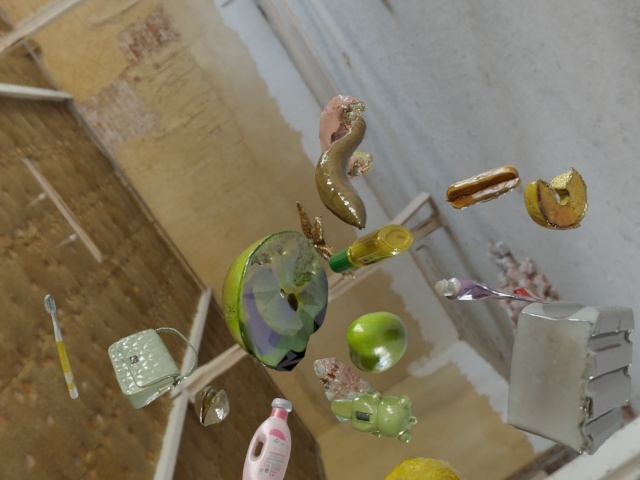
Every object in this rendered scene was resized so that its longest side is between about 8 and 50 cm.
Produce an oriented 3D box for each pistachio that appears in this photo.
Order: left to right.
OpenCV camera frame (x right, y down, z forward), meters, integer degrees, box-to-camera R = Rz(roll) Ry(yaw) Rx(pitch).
[{"bbox_3d":[-0.326,0.491,1.807,0.113,0.113,0.149,57,164,29],"label":"pistachio"}]

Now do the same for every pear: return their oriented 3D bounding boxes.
[{"bbox_3d":[-0.153,0.159,1.714,0.399,0.165,0.399,2,-93,-55],"label":"pear"}]

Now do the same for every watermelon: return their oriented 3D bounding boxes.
[{"bbox_3d":[0.073,0.519,2.193,0.241,0.154,0.094,48,-154,21],"label":"watermelon"}]

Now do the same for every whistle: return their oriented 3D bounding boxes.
[{"bbox_3d":[0.154,0.502,1.761,0.106,0.288,0.131,0,-91,-52],"label":"whistle"}]

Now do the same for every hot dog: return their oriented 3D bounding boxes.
[{"bbox_3d":[0.478,-0.156,1.807,0.092,0.235,0.062,65,-152,-15],"label":"hot dog"}]

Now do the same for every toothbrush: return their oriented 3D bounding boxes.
[{"bbox_3d":[-0.651,0.272,1.525,0.024,0.021,0.288,-111,13,-73],"label":"toothbrush"}]

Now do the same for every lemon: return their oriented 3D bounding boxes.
[{"bbox_3d":[0.250,0.605,1.404,0.260,0.204,0.204,37,-168,-35],"label":"lemon"}]

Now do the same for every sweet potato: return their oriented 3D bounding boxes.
[{"bbox_3d":[0.044,-0.134,1.249,0.079,0.108,0.346,72,-164,-46],"label":"sweet potato"}]

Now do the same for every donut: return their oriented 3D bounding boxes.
[{"bbox_3d":[0.071,-0.281,1.682,0.199,0.085,0.233,-2,96,61],"label":"donut"},{"bbox_3d":[0.573,-0.091,1.479,0.078,0.181,0.146,-10,97,58],"label":"donut"}]

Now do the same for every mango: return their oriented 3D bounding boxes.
[{"bbox_3d":[0.168,0.290,1.760,0.149,0.185,0.273,58,170,27],"label":"mango"}]

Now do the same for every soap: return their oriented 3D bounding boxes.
[{"bbox_3d":[0.695,0.341,1.647,0.435,0.213,0.350,3,-92,-50],"label":"soap"}]

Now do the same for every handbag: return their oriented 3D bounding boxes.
[{"bbox_3d":[-0.466,0.335,1.705,0.256,0.219,0.079,41,151,48],"label":"handbag"}]

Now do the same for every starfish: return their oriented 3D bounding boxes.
[{"bbox_3d":[-0.004,0.002,2.053,0.299,0.060,0.302,42,164,48],"label":"starfish"}]

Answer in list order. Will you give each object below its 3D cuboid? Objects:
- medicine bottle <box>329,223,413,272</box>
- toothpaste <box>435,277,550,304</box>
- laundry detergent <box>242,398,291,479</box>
[{"bbox_3d":[0.094,0.024,1.293,0.260,0.095,0.064,-27,75,61],"label":"medicine bottle"},{"bbox_3d":[0.380,0.115,1.348,0.075,0.301,0.048,-6,79,60],"label":"toothpaste"},{"bbox_3d":[-0.189,0.780,2.336,0.088,0.159,0.335,101,-177,-61],"label":"laundry detergent"}]
